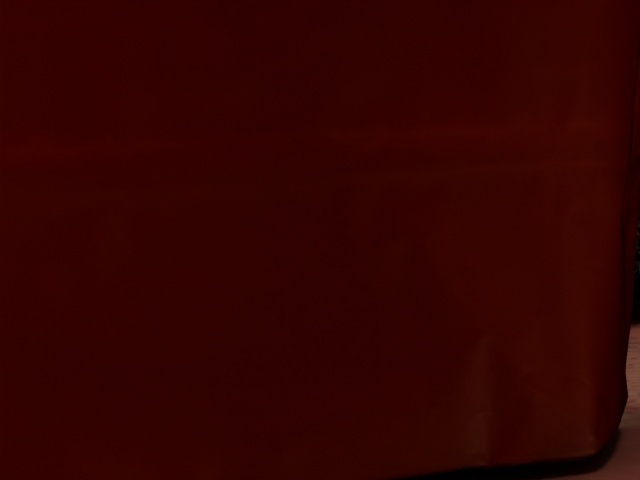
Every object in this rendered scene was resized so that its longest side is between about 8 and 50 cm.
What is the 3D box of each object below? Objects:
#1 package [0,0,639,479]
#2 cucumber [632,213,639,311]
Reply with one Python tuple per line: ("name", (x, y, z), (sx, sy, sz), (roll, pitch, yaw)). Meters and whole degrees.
("package", (-0.059, -0.020, 0.508), (0.423, 0.196, 0.123), (-2, 9, -22))
("cucumber", (0.132, 0.015, 0.864), (0.067, 0.067, 0.245), (2, 7, 43))
